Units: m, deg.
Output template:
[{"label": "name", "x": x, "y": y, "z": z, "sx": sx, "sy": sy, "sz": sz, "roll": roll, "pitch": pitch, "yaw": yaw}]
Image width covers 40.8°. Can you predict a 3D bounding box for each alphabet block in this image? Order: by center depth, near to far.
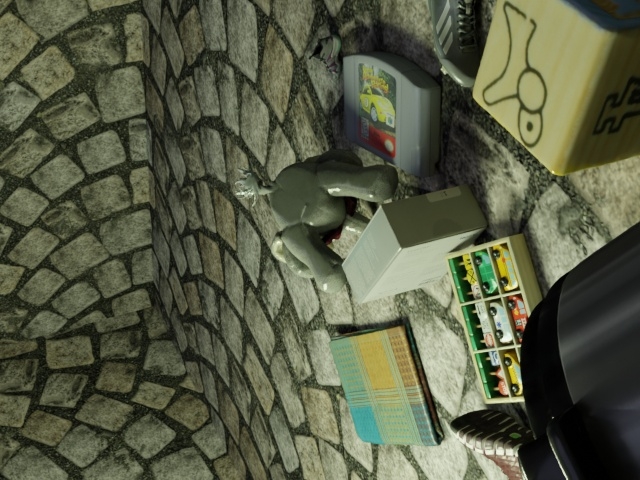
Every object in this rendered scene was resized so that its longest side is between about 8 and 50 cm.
[{"label": "alphabet block", "x": 0.325, "y": -0.223, "z": 1.034, "sx": 0.192, "sy": 0.193, "sz": 0.197, "roll": 57, "pitch": 150, "yaw": 39}]

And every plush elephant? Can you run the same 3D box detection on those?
[{"label": "plush elephant", "x": 0.010, "y": -0.058, "z": 1.781, "sx": 0.330, "sy": 0.255, "sz": 0.272, "roll": 24, "pitch": 95, "yaw": 26}]

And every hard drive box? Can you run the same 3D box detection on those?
[{"label": "hard drive box", "x": 0.164, "y": 0.010, "z": 1.540, "sx": 0.089, "sy": 0.181, "sz": 0.232, "roll": 67, "pitch": 154, "yaw": 20}]

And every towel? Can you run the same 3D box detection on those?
[{"label": "towel", "x": 0.142, "y": 0.331, "z": 1.948, "sx": 0.370, "sy": 0.040, "sz": 0.271, "roll": -26, "pitch": 80, "yaw": 64}]

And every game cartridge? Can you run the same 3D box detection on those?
[{"label": "game cartridge", "x": 0.127, "y": -0.254, "z": 1.634, "sx": 0.294, "sy": 0.060, "sz": 0.196, "roll": 38, "pitch": 132, "yaw": 55}]

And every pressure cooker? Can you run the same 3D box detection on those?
[{"label": "pressure cooker", "x": 0.391, "y": 0.131, "z": 0.768, "sx": 0.420, "sy": 0.370, "sz": 0.375, "roll": -42, "pitch": 21, "yaw": 39}]

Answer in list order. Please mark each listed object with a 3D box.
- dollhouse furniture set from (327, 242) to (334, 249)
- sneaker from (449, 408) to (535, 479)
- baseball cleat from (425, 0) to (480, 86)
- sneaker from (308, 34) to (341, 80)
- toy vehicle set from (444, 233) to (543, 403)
[{"label": "dollhouse furniture set", "x": 0.000, "y": 0.000, "z": 2.046, "sx": 0.076, "sy": 0.058, "sz": 0.152, "roll": 41, "pitch": 139, "yaw": 52}, {"label": "sneaker", "x": 0.330, "y": 0.400, "z": 1.488, "sx": 0.281, "sy": 0.106, "sz": 0.163, "roll": 10, "pitch": 115, "yaw": 64}, {"label": "baseball cleat", "x": 0.218, "y": -0.349, "z": 1.354, "sx": 0.109, "sy": 0.072, "sz": 0.206, "roll": -28, "pitch": 81, "yaw": 59}, {"label": "sneaker", "x": 0.007, "y": -0.379, "z": 1.804, "sx": 0.038, "sy": 0.069, "sz": 0.098, "roll": 39, "pitch": 137, "yaw": 55}, {"label": "toy vehicle set", "x": 0.305, "y": 0.134, "z": 1.433, "sx": 0.166, "sy": 0.035, "sz": 0.267, "roll": -24, "pitch": 80, "yaw": 57}]
